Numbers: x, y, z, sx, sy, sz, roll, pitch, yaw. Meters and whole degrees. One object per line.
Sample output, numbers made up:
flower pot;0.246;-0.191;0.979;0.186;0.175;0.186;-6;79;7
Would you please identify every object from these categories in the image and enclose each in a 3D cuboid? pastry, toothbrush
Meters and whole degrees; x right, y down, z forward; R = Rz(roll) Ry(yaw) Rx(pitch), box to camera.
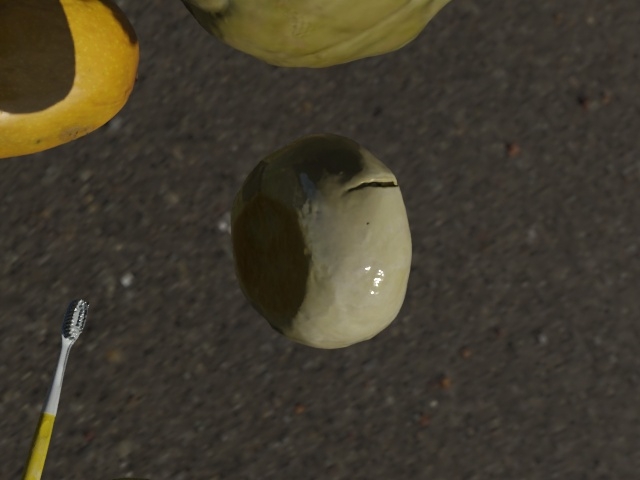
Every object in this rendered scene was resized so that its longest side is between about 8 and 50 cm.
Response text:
pastry;0.000;0.000;1.240;0.092;0.156;0.156;-15;77;-39
toothbrush;-0.271;0.192;1.670;0.021;0.024;0.288;20;71;-20

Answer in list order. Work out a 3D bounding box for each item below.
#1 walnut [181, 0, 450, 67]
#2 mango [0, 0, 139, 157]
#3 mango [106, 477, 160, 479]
walnut;0.003;-0.253;1.088;0.282;0.277;0.253;60;3;23
mango;-0.316;-0.161;1.465;0.359;0.144;0.187;-5;85;-35
mango;-0.144;0.182;1.020;0.165;0.091;0.074;-6;80;7
